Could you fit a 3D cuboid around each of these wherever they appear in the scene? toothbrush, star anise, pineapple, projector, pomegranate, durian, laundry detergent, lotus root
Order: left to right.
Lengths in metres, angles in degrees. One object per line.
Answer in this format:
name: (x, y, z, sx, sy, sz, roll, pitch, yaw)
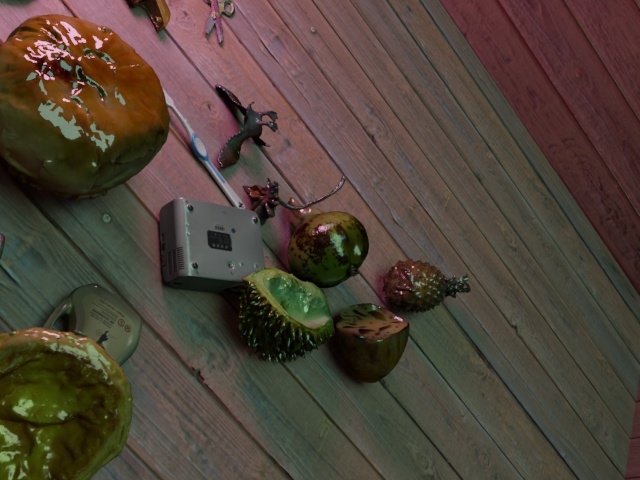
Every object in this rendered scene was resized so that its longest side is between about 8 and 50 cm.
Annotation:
laundry detergent: (-0.475, 0.217, 1.461, 0.181, 0.091, 0.253, 46, 44, -20)
toothbrush: (-0.306, -0.231, 1.906, 0.386, 0.040, 0.040, 54, 42, -12)
projector: (-0.255, 0.019, 1.779, 0.251, 0.108, 0.198, 12, 63, -43)
durian: (-0.080, 0.195, 1.844, 0.394, 0.163, 0.198, 19, 49, -52)
star anise: (-0.073, -0.115, 1.989, 0.228, 0.218, 0.148, 16, 22, -35)
pomegranate: (0.009, -0.012, 1.998, 0.222, 0.204, 0.276, -7, 75, -46)
lotus root: (0.126, 0.288, 2.020, 0.188, 0.199, 0.179, -17, 122, -39)
pineapple: (0.347, 0.145, 2.306, 0.361, 0.175, 0.174, 6, 66, -44)

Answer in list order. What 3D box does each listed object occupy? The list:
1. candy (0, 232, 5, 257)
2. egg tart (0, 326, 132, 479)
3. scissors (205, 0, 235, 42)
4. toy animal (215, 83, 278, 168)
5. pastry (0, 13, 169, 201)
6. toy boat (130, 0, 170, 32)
candy: (-0.626, 0.032, 1.388, 0.043, 0.103, 0.103, 17, 57, -18)
egg tart: (-0.503, 0.298, 1.299, 0.342, 0.132, 0.341, -2, 98, -16)
scissors: (-0.302, -0.653, 2.139, 0.134, 0.020, 0.187, 27, 51, -40)
toy animal: (-0.183, -0.298, 2.005, 0.197, 0.160, 0.272, 26, 60, -38)
pastry: (-0.516, -0.271, 1.546, 0.410, 0.245, 0.409, 22, 55, -34)
toy boat: (-0.471, -0.652, 1.932, 0.088, 0.068, 0.225, -36, 101, -44)
